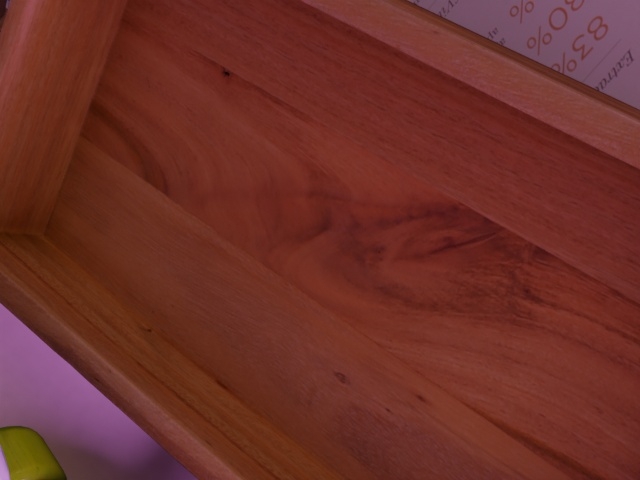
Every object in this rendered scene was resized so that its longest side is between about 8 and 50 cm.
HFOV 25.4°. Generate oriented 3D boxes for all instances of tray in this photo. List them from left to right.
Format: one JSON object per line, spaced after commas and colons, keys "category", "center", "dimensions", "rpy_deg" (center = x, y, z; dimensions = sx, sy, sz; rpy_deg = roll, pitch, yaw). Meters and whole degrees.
{"category": "tray", "center": [0.000, 0.000, 0.577], "dimensions": [0.411, 0.203, 0.076], "rpy_deg": [33, 17, 38]}

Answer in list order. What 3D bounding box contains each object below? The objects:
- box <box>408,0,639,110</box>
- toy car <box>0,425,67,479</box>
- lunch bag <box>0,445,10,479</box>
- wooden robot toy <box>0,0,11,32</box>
{"category": "box", "center": [0.152, -0.073, 0.663], "dimensions": [0.168, 0.215, 0.345], "rpy_deg": [20, 31, -37]}
{"category": "toy car", "center": [-0.052, 0.153, 0.613], "dimensions": [0.188, 0.149, 0.155], "rpy_deg": [-18, 55, -35]}
{"category": "lunch bag", "center": [-0.273, 0.087, 0.537], "dimensions": [0.303, 0.115, 0.243], "rpy_deg": [-30, 57, 0]}
{"category": "wooden robot toy", "center": [-0.176, -0.099, 0.769], "dimensions": [0.079, 0.076, 0.173], "rpy_deg": [43, 59, 0]}
